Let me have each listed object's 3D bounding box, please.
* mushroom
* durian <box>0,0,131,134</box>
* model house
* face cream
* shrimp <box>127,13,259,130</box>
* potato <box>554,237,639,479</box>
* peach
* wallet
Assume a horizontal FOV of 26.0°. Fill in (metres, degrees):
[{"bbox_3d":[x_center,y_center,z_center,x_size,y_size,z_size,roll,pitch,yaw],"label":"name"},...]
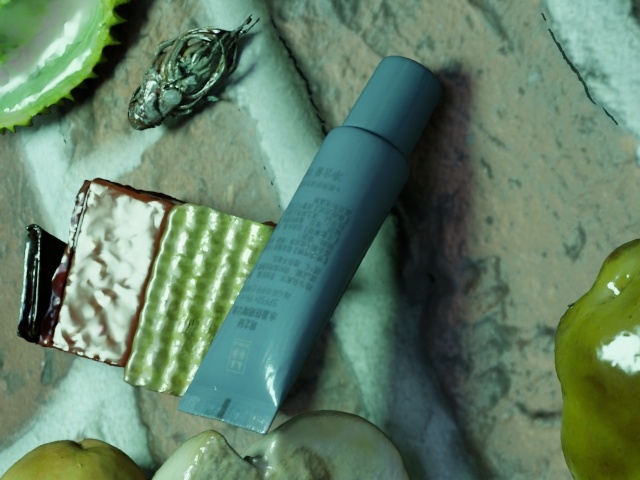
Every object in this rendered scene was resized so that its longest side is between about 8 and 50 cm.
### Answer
[{"bbox_3d":[-0.028,0.233,1.286,0.173,0.236,0.162,-57,16,-12],"label":"mushroom"},{"bbox_3d":[-0.359,-0.242,1.616,0.352,0.169,0.158,-35,57,17],"label":"durian"},{"bbox_3d":[-0.133,0.058,1.397,0.254,0.160,0.196,14,89,37],"label":"model house"},{"bbox_3d":[0.000,0.000,1.274,0.135,0.086,0.385,6,61,51],"label":"face cream"},{"bbox_3d":[-0.140,-0.186,1.510,0.190,0.075,0.073,-32,30,17],"label":"shrimp"},{"bbox_3d":[0.293,0.170,1.058,0.195,0.176,0.369,-18,72,4],"label":"potato"},{"bbox_3d":[-0.259,0.292,1.436,0.184,0.184,0.184,-8,76,36],"label":"peach"},{"bbox_3d":[-0.296,0.053,1.505,0.031,0.232,0.122,5,84,-3],"label":"wallet"}]
